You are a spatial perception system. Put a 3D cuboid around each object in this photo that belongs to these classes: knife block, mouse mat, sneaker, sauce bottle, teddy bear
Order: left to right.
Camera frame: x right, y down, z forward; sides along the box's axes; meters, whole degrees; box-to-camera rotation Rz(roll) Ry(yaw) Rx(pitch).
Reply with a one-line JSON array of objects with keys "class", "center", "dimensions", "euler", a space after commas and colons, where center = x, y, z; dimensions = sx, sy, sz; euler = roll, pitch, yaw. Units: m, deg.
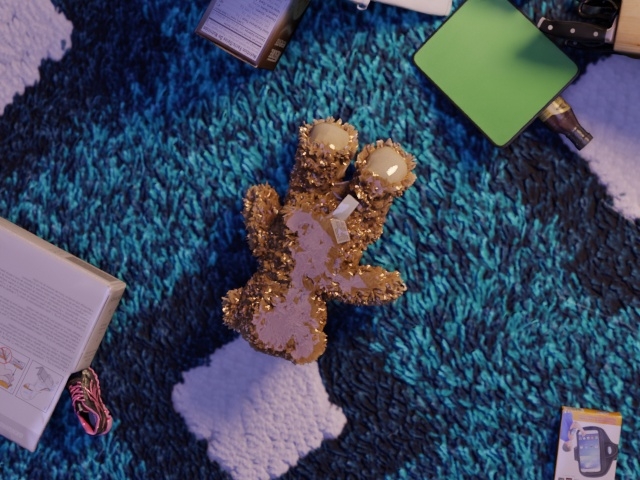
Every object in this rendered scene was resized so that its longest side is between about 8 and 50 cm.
[{"class": "sneaker", "center": [-0.336, 0.225, 1.751], "dimensions": [0.047, 0.057, 0.119], "euler": [-27, 90, 10]}, {"class": "teddy bear", "center": [0.000, 0.000, 1.677], "dimensions": [0.245, 0.113, 0.338], "euler": [7, 88, -1]}, {"class": "mouse mat", "center": [0.230, -0.234, 1.637], "dimensions": [0.152, 0.007, 0.190], "euler": [-45, 69, 9]}, {"class": "sauce bottle", "center": [0.310, -0.174, 1.644], "dimensions": [0.128, 0.042, 0.042], "euler": [44, 99, -1]}, {"class": "knife block", "center": [0.416, -0.268, 1.522], "dimensions": [0.242, 0.275, 0.088], "euler": [6, 97, -17]}]

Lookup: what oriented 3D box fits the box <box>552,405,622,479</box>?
[{"class": "box", "center": [0.362, 0.299, 1.687], "dimensions": [0.081, 0.028, 0.136], "euler": [6, 94, 6]}]

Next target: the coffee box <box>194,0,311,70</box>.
[{"class": "coffee box", "center": [-0.055, -0.354, 1.623], "dimensions": [0.098, 0.141, 0.246], "euler": [30, 99, 4]}]

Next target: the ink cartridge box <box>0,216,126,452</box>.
[{"class": "ink cartridge box", "center": [-0.460, 0.111, 1.738], "dimensions": [0.296, 0.066, 0.261], "euler": [27, 97, 9]}]

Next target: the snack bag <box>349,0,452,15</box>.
[{"class": "snack bag", "center": [0.080, -0.449, 1.539], "dimensions": [0.037, 0.342, 0.323], "euler": [23, 103, 50]}]
